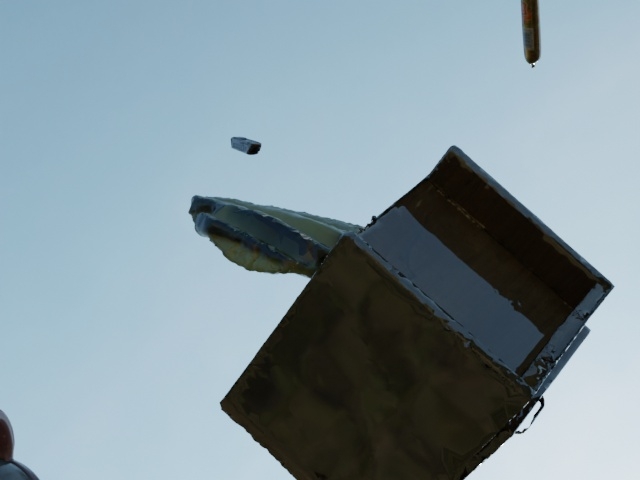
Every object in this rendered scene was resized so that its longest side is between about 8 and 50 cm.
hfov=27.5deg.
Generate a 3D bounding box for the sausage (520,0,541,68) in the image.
[{"bbox_3d":[0.160,-0.177,0.994,0.015,0.015,0.100,-8,-59,2],"label":"sausage"}]

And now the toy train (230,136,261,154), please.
[{"bbox_3d":[-0.086,-0.109,1.512,0.017,0.083,0.017,0,-81,-19],"label":"toy train"}]

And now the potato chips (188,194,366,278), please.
[{"bbox_3d":[0.000,0.000,1.685,0.358,0.429,0.070,5,-84,-39],"label":"potato chips"}]

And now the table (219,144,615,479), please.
[{"bbox_3d":[0.073,0.079,0.913,0.172,0.169,0.193,42,-52,8],"label":"table"}]

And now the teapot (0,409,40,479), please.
[{"bbox_3d":[-0.281,0.214,1.034,0.148,0.116,0.146,-56,-22,1],"label":"teapot"}]
